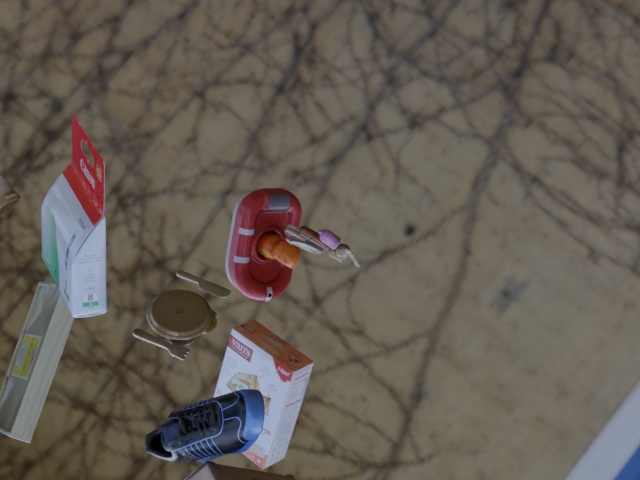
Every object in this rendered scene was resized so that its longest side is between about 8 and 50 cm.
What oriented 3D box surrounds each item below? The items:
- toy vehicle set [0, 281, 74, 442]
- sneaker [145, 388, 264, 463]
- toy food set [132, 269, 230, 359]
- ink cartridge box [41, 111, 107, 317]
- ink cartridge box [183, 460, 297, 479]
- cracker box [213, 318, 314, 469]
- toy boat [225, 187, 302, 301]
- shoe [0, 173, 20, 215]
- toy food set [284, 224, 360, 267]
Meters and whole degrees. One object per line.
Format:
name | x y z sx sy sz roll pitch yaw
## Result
toy vehicle set | -0.481 0.199 2.142 0.035 0.266 0.166 22 170 -25
sneaker | -0.164 0.265 1.781 0.091 0.081 0.232 6 152 -32
toy food set | -0.263 0.147 2.398 0.132 0.192 0.038 23 137 12
ink cartridge box | -0.335 -0.036 1.713 0.181 0.056 0.224 -132 39 -53
ink cartridge box | -0.088 0.432 1.842 0.235 0.088 0.193 25 -150 -54
cracker box | -0.115 0.285 2.354 0.156 0.232 0.067 32 -149 28
toy boat | -0.095 0.016 2.563 0.151 0.231 0.151 -3 -159 -36
shoe | -0.468 -0.024 1.640 0.058 0.219 0.076 54 -149 -2
toy food set | 0.000 0.000 1.783 0.122 0.019 0.078 20 162 25
